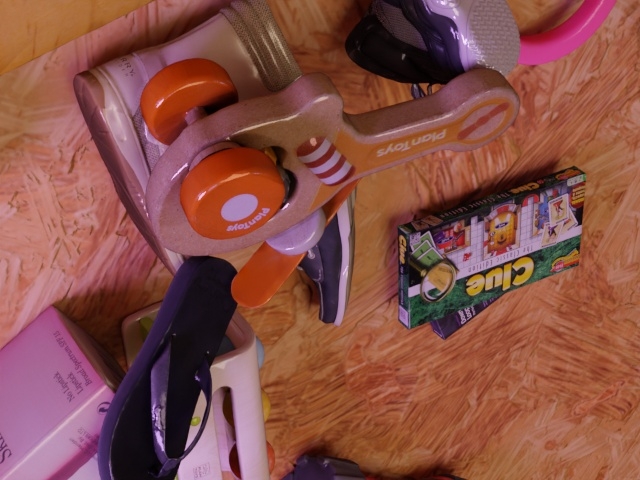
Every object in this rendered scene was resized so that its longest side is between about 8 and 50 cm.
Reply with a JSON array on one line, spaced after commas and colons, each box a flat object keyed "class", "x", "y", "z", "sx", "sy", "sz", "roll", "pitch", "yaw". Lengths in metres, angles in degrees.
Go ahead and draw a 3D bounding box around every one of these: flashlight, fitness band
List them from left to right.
[{"class": "flashlight", "x": 0.095, "y": 0.340, "z": 1.570, "sx": 0.304, "sy": 0.103, "sz": 0.103, "roll": 24, "pitch": 104, "yaw": -44}, {"class": "fitness band", "x": 0.248, "y": -0.327, "z": 1.265, "sx": 0.209, "sy": 0.054, "sz": 0.290, "roll": -9, "pitch": 122, "yaw": -31}]

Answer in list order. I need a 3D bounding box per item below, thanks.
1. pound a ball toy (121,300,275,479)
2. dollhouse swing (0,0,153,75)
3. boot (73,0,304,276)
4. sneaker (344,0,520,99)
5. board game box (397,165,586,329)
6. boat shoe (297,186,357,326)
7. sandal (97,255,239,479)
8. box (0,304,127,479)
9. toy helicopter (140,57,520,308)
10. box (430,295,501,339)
[{"class": "pound a ball toy", "x": -0.095, "y": 0.236, "z": 1.290, "sx": 0.136, "sy": 0.208, "sz": 0.319, "roll": -21, "pitch": 129, "yaw": -23}, {"class": "dollhouse swing", "x": -0.267, "y": -0.326, "z": 0.865, "sx": 0.347, "sy": 0.305, "sz": 0.315, "roll": -33, "pitch": 173, "yaw": -24}, {"class": "boot", "x": -0.101, "y": -0.092, "z": 1.149, "sx": 0.203, "sy": 0.095, "sz": 0.262, "roll": -32, "pitch": 130, "yaw": -16}, {"class": "sneaker", "x": 0.069, "y": -0.253, "z": 1.150, "sx": 0.101, "sy": 0.153, "sz": 0.268, "roll": -39, "pitch": 102, "yaw": -39}, {"class": "board game box", "x": 0.207, "y": 0.007, "z": 1.441, "sx": 0.260, "sy": 0.030, "sz": 0.136, "roll": -19, "pitch": 127, "yaw": -23}, {"class": "boat shoe", "x": 0.000, "y": 0.000, "z": 1.307, "sx": 0.079, "sy": 0.084, "sz": 0.233, "roll": 3, "pitch": 134, "yaw": 7}, {"class": "sandal", "x": -0.135, "y": 0.135, "z": 1.114, "sx": 0.097, "sy": 0.054, "sz": 0.254, "roll": 26, "pitch": 79, "yaw": -49}, {"class": "box", "x": -0.287, "y": 0.206, "z": 1.172, "sx": 0.232, "sy": 0.148, "sz": 0.127, "roll": -42, "pitch": 134, "yaw": -5}, {"class": "toy helicopter", "x": 0.016, "y": -0.066, "z": 1.083, "sx": 0.355, "sy": 0.140, "sz": 0.235, "roll": -18, "pitch": 145, "yaw": -14}, {"class": "box", "x": 0.193, "y": 0.037, "z": 1.488, "sx": 0.162, "sy": 0.029, "sz": 0.116, "roll": -36, "pitch": 133, "yaw": -9}]
